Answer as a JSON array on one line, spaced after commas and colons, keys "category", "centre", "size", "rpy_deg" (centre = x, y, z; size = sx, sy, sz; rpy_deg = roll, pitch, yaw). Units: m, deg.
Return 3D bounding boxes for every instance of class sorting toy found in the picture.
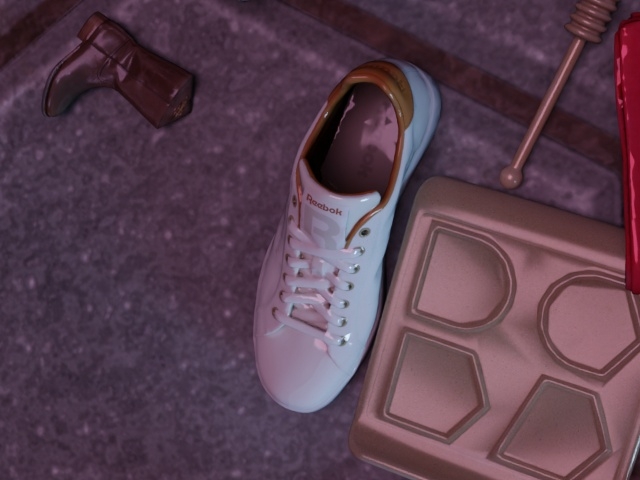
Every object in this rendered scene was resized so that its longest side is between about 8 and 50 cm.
[{"category": "sorting toy", "centre": [0.190, 0.100, 0.880], "size": [0.307, 0.041, 0.229], "rpy_deg": [18, 96, 18]}]

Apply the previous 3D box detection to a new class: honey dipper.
[{"category": "honey dipper", "centre": [0.173, -0.110, 0.874], "size": [0.030, 0.030, 0.161], "rpy_deg": [28, 107, 17]}]

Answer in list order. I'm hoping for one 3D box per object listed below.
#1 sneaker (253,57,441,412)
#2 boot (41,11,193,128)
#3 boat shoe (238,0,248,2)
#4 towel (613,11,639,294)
[{"category": "sneaker", "centre": [0.000, 0.000, 0.897], "size": [0.105, 0.123, 0.290], "rpy_deg": [19, 102, 17]}, {"category": "boot", "centre": [-0.169, -0.120, 1.000], "size": [0.114, 0.037, 0.106], "rpy_deg": [36, 108, 10]}, {"category": "boat shoe", "centre": [-0.061, -0.242, 0.901], "size": [0.335, 0.121, 0.119], "rpy_deg": [5, 94, 20]}, {"category": "towel", "centre": [0.338, -0.061, 0.795], "size": [0.274, 0.031, 0.199], "rpy_deg": [-1, 94, 13]}]
